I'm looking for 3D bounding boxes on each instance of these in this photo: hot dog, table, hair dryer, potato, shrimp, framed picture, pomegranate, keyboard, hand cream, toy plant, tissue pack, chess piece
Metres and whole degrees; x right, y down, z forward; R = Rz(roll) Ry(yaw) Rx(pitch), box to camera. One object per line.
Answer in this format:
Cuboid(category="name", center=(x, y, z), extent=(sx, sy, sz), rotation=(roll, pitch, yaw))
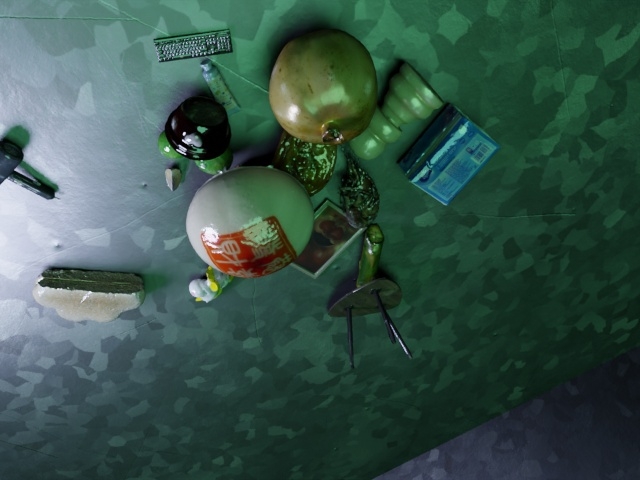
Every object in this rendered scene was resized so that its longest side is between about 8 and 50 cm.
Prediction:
Cuboid(category="hot dog", center=(-0.052, -0.253, 1.557), extent=(0.196, 0.122, 0.272), rotation=(12, 119, -23))
Cuboid(category="table", center=(0.203, 0.345, 1.981), extent=(0.318, 0.249, 0.317), rotation=(-11, 149, -7))
Cuboid(category="hair dryer", center=(-0.823, -0.172, 1.420), extent=(0.124, 0.071, 0.219), rotation=(-39, 135, 12))
Cuboid(category="potato", center=(-0.447, -0.196, 1.543), extent=(0.037, 0.036, 0.093), rotation=(-40, 160, -33))
Cuboid(category="shrimp", center=(0.117, -0.168, 1.687), extent=(0.145, 0.116, 0.343), rotation=(-23, 135, -4))
Cuboid(category="framed picture", center=(0.000, 0.000, 1.845), extent=(0.211, 0.020, 0.289), rotation=(32, 112, -34))
Cuboid(category="pomegranate", center=(0.015, -0.392, 1.358), extent=(0.319, 0.319, 0.319), rotation=(-9, 128, -11))
Cuboid(category="keyboard", center=(-0.334, -0.514, 1.346), extent=(0.198, 0.010, 0.063), rotation=(-12, 131, -9))
Cuboid(category="hand cream", center=(-0.281, -0.419, 1.414), extent=(0.065, 0.043, 0.170), rotation=(-24, 132, 0))
Cuboid(category="toy plant", center=(-0.339, -0.285, 1.433), extent=(0.218, 0.175, 0.235), rotation=(13, 149, -18))
Cuboid(category="tissue pack", center=(0.422, -0.281, 1.682), extent=(0.198, 0.146, 0.263), rotation=(27, 115, -31))
Cuboid(category="chess piece", center=(0.205, -0.373, 1.545), extent=(0.167, 0.167, 0.300), rotation=(33, 116, -34))

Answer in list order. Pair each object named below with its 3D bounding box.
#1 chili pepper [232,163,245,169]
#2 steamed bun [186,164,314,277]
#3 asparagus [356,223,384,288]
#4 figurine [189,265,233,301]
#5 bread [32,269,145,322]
Cuboid(category="chili pepper", center=(-0.241, -0.118, 1.625), extent=(0.144, 0.136, 0.252), rotation=(-50, 138, -12))
Cuboid(category="steamed bun", center=(-0.197, -0.027, 1.478), extent=(0.375, 0.241, 0.374), rotation=(-7, 150, -4))
Cuboid(category="asparagus", center=(0.184, 0.096, 1.940), extent=(0.082, 0.085, 0.343), rotation=(-19, 132, -35))
Cuboid(category="figurine", center=(-0.390, 0.165, 1.804), extent=(0.178, 0.109, 0.130), rotation=(-42, 149, 19))
Cuboid(category="bread", center=(-0.763, 0.194, 1.692), extent=(0.338, 0.102, 0.183), rotation=(6, 124, -21))
